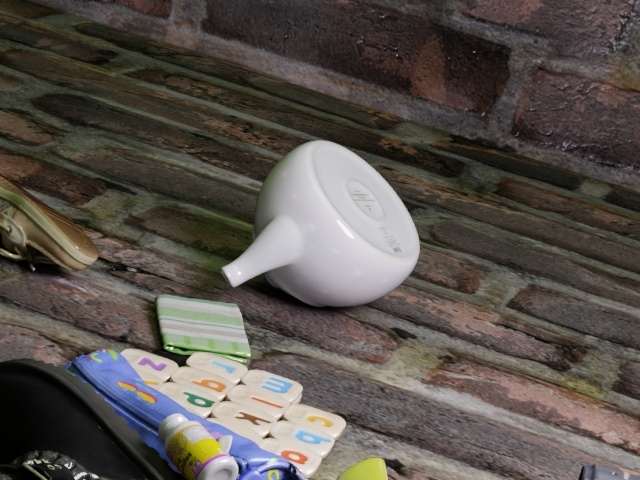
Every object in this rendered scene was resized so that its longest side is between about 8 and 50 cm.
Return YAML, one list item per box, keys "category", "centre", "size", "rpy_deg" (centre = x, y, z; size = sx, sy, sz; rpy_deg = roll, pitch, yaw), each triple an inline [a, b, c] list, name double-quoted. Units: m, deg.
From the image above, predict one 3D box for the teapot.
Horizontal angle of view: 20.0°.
- category: "teapot"
  centre: [0.000, 0.000, 2.475]
  size: [0.256, 0.187, 0.252]
  rpy_deg: [35, 28, -26]

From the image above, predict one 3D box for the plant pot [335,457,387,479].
- category: "plant pot"
  centre: [0.080, 0.316, 1.423]
  size: [0.207, 0.227, 0.228]
  rpy_deg: [20, 18, -9]

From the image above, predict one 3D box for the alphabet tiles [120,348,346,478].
- category: "alphabet tiles"
  centre: [-0.120, 0.194, 2.030]
  size: [0.278, 0.021, 0.284]
  rpy_deg: [17, 18, 10]

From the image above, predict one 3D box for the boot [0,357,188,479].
- category: "boot"
  centre: [-0.285, 0.222, 1.631]
  size: [0.348, 0.131, 0.260]
  rpy_deg: [28, 22, 37]

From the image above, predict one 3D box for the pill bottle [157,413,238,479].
- category: "pill bottle"
  centre: [-0.114, 0.194, 1.658]
  size: [0.043, 0.043, 0.083]
  rpy_deg: [-2, 32, -42]

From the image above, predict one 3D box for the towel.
- category: "towel"
  centre: [-0.149, 0.112, 2.267]
  size: [0.113, 0.023, 0.152]
  rpy_deg: [8, 21, -12]

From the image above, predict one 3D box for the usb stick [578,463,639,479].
- category: "usb stick"
  centre: [0.428, 0.311, 2.051]
  size: [0.278, 0.045, 0.077]
  rpy_deg: [16, 18, 6]

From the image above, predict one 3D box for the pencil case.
- category: "pencil case"
  centre: [-0.151, 0.210, 1.778]
  size: [0.119, 0.133, 0.306]
  rpy_deg: [-34, 43, -31]

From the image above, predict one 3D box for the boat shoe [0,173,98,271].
- category: "boat shoe"
  centre: [-0.402, -0.020, 2.390]
  size: [0.285, 0.089, 0.104]
  rpy_deg: [32, -1, 38]
